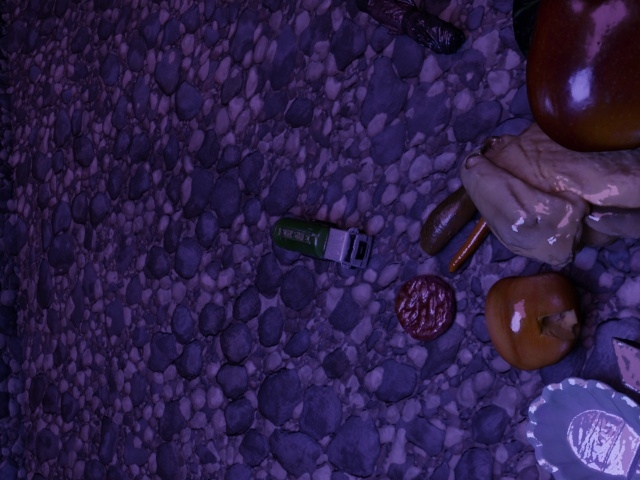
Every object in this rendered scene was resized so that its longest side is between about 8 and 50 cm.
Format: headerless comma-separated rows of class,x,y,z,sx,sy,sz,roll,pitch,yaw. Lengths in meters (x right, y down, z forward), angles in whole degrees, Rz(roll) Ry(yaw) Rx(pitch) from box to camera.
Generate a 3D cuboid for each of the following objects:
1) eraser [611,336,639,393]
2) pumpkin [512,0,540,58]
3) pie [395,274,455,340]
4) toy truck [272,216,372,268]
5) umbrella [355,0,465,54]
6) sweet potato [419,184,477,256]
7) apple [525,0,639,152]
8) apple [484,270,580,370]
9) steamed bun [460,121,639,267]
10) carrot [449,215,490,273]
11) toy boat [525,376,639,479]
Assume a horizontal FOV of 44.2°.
eraser,0.644,0.262,1.295,0.352,0.111,0.077,26,96,41
pumpkin,0.502,-0.439,1.474,0.315,0.238,0.315,2,93,49
pie,0.228,0.148,1.732,0.154,0.036,0.155,-11,73,40
toy truck,0.000,0.000,1.903,0.242,0.125,0.101,13,89,41
umbrella,0.204,-0.517,1.854,0.090,0.094,0.326,-45,51,-9
sweet potato,0.292,-0.070,1.696,0.244,0.077,0.077,-54,52,20
apple,0.466,-0.286,1.253,0.288,0.288,0.317,21,133,42
apple,0.402,0.153,1.494,0.199,0.199,0.199,-10,75,39
steamed bun,0.452,-0.080,1.439,0.372,0.230,0.325,-10,42,8
carrot,0.328,-0.003,1.676,0.037,0.037,0.190,47,113,37
toy boat,0.512,0.361,1.397,0.290,0.100,0.200,26,99,42
